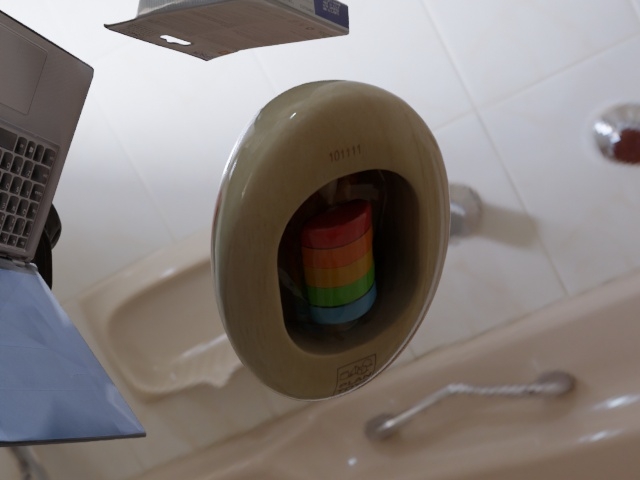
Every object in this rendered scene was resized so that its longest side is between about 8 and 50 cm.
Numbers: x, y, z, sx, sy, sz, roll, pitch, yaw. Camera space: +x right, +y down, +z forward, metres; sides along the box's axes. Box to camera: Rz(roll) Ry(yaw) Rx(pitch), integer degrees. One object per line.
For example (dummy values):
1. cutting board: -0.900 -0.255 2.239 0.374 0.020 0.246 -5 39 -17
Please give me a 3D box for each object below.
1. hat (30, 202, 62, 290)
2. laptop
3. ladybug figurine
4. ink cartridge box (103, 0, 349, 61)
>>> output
1. hat: -0.521 -0.011 1.968 0.331 0.331 0.134 -19 10 40
2. laptop: -0.297 -0.019 1.238 0.236 0.408 0.382 17 -3 16
3. ladybug figurine: 0.000 0.000 1.387 0.305 0.449 0.162 -19 40 -23
4. ink cartridge box: -0.112 -0.276 1.438 0.224 0.045 0.223 -5 -5 29
